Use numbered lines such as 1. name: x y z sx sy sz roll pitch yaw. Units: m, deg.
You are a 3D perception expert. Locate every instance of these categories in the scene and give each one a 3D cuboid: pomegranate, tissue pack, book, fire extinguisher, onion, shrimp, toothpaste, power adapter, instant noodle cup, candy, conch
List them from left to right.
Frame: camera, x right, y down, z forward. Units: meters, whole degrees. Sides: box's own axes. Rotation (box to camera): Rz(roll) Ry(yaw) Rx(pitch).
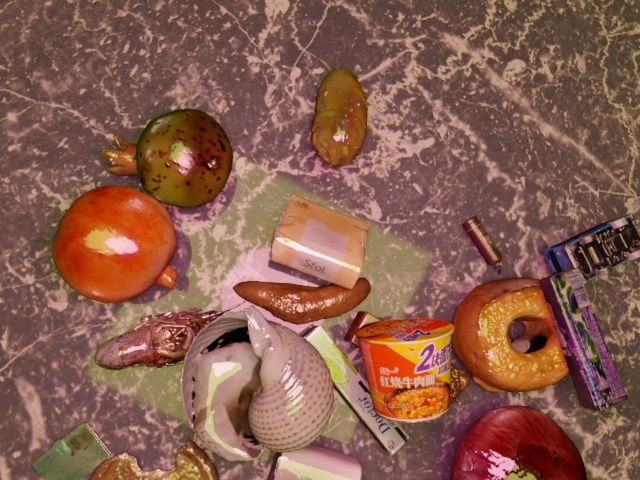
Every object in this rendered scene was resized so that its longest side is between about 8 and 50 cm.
1. book: -0.557 0.486 1.045 0.135 0.017 0.103 -39 89 -11
2. pomegranate: -0.431 0.019 1.028 0.270 0.229 0.252 30 72 -12
3. pomegranate: -0.344 -0.208 1.084 0.285 0.231 0.231 28 79 12
4. shrimp: -0.327 0.215 1.056 0.343 0.145 0.116 -14 70 -19
5. conch: -0.130 0.295 1.008 0.302 0.215 0.319 -15 88 4
6. tissue pack: 0.000 0.000 1.123 0.222 0.090 0.186 23 45 -5
7. power adapter: 0.003 0.573 1.055 0.255 0.124 0.187 19 81 -5
8. toothpaste: 0.073 0.351 1.116 0.067 0.081 0.336 -39 88 -13
9. instant noodle cup: 0.184 0.271 0.995 0.213 0.213 0.174 -6 93 -8
10. fire extinguisher: 0.433 0.012 1.232 0.158 0.043 0.064 58 37 2
11. onion: 0.467 0.556 1.040 0.347 0.285 0.348 2 83 -18
12. candy: 0.591 0.220 1.062 0.088 0.061 0.313 -14 82 -15

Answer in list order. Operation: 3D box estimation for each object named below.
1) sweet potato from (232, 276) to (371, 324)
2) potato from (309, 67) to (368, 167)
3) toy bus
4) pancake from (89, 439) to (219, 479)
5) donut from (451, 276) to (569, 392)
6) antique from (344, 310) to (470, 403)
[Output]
1. sweet potato: -0.039 0.147 1.129 0.341 0.092 0.114 -1 59 -8
2. potato: 0.052 -0.312 1.174 0.141 0.176 0.298 15 57 -11
3. toy bus: 0.710 0.029 1.219 0.234 0.133 0.116 -21 85 -15
4. pancake: -0.374 0.579 1.049 0.288 0.033 0.286 34 80 -1
5. donut: 0.488 0.228 1.155 0.299 0.150 0.317 43 79 2
6. antique: 0.213 0.285 1.138 0.310 0.093 0.087 32 79 -3
